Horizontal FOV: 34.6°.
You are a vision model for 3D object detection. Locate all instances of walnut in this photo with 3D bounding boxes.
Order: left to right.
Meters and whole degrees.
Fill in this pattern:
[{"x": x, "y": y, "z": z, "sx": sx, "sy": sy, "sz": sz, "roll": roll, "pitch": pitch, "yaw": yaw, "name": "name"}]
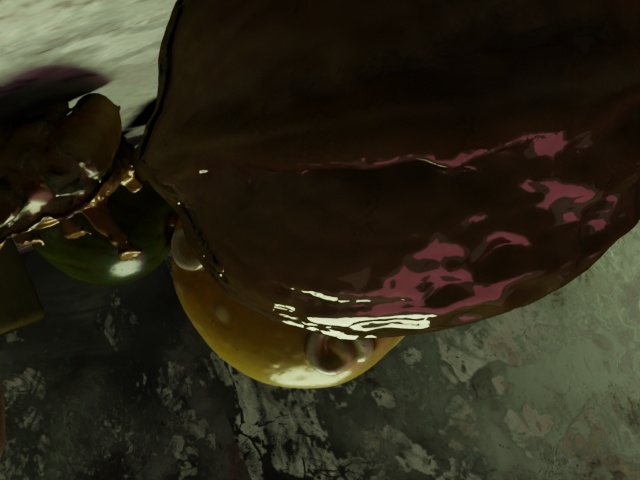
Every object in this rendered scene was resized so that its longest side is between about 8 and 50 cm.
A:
[{"x": 0.041, "y": -0.056, "z": 0.450, "sx": 0.245, "sy": 0.198, "sz": 0.198, "roll": -13, "pitch": -178, "yaw": -12, "name": "walnut"}]

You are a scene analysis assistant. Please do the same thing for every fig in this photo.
[{"x": -0.282, "y": -0.033, "z": 1.121, "sx": 0.259, "sy": 0.151, "sz": 0.151, "roll": 8, "pitch": -171, "yaw": 10, "name": "fig"}]

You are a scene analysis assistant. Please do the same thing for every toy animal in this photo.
[{"x": -0.287, "y": -0.024, "z": 0.950, "sx": 0.255, "sy": 0.116, "sz": 0.114, "roll": -16, "pitch": 160, "yaw": -8, "name": "toy animal"}]

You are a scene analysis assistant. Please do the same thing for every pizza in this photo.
[{"x": -0.221, "y": -0.038, "z": 0.650, "sx": 0.226, "sy": 0.069, "sz": 0.147, "roll": -16, "pitch": -153, "yaw": 25, "name": "pizza"}]

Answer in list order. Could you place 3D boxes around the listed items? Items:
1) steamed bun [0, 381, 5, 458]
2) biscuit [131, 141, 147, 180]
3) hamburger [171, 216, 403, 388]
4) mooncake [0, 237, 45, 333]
[{"x": -0.383, "y": 0.090, "z": 0.733, "sx": 0.301, "sy": 0.199, "sz": 0.251, "roll": 10, "pitch": -171, "yaw": 39, "name": "steamed bun"}, {"x": -0.014, "y": -0.141, "z": 0.959, "sx": 0.359, "sy": 0.046, "sz": 0.359, "roll": -22, "pitch": -176, "yaw": 2, "name": "biscuit"}, {"x": 0.000, "y": 0.000, "z": 1.019, "sx": 0.303, "sy": 0.261, "sz": 0.186, "roll": -42, "pitch": 176, "yaw": 11, "name": "hamburger"}, {"x": -0.518, "y": 0.083, "z": 1.341, "sx": 0.284, "sy": 0.155, "sz": 0.284, "roll": -19, "pitch": -177, "yaw": 1, "name": "mooncake"}]
